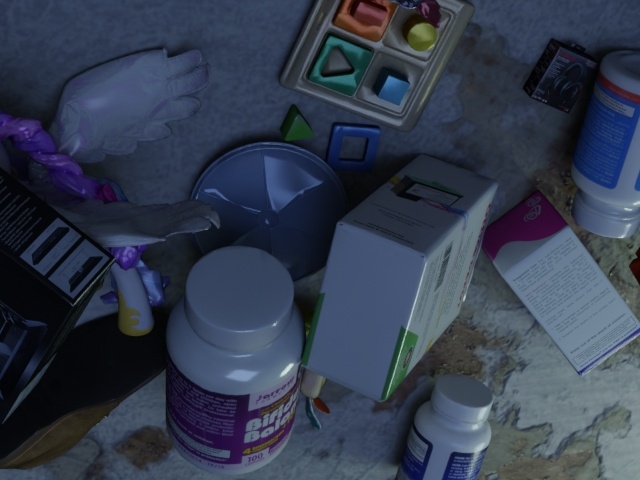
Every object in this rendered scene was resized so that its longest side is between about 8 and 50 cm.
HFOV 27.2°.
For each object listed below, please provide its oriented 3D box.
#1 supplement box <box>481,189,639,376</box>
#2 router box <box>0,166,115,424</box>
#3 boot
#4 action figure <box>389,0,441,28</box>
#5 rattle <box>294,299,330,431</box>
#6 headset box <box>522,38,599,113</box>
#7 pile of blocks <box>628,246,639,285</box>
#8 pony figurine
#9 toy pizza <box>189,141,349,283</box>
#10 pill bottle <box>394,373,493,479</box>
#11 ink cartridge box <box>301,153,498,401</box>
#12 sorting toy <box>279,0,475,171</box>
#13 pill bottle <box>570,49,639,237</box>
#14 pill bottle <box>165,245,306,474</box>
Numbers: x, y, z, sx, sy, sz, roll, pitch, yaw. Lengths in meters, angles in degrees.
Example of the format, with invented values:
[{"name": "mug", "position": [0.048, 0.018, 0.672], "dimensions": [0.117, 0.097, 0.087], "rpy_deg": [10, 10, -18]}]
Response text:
[{"name": "supplement box", "position": [0.321, 0.058, 1.776], "dimensions": [0.114, 0.111, 0.220], "rpy_deg": [-38, 122, 8]}, {"name": "router box", "position": [-0.377, 0.040, 1.406], "dimensions": [0.243, 0.081, 0.309], "rpy_deg": [38, 140, -2]}, {"name": "boot", "position": [-0.307, 0.197, 1.719], "dimensions": [0.305, 0.112, 0.115], "rpy_deg": [-32, 153, -1]}, {"name": "action figure", "position": [0.089, -0.412, 1.434], "dimensions": [0.276, 0.248, 0.370], "rpy_deg": [-35, 125, -26]}, {"name": "rattle", "position": [-0.040, 0.159, 1.767], "dimensions": [0.143, 0.130, 0.199], "rpy_deg": [7, 144, -6]}, {"name": "headset box", "position": [0.304, -0.210, 1.664], "dimensions": [0.062, 0.032, 0.083], "rpy_deg": [20, 114, -24]}, {"name": "pile of blocks", "position": [0.497, -0.077, 1.766], "dimensions": [0.113, 0.149, 0.362], "rpy_deg": [23, 107, 21]}, {"name": "pony figurine", "position": [-0.284, -0.039, 1.497], "dimensions": [0.351, 0.302, 0.363], "rpy_deg": [-6, 136, -2]}, {"name": "toy pizza", "position": [-0.065, -0.033, 1.655], "dimensions": [0.201, 0.032, 0.201], "rpy_deg": [-2, 116, -3]}, {"name": "pill bottle", "position": [0.179, 0.288, 1.870], "dimensions": [0.112, 0.112, 0.186], "rpy_deg": [6, 118, -18]}, {"name": "ink cartridge box", "position": [0.101, 0.037, 1.608], "dimensions": [0.117, 0.278, 0.201], "rpy_deg": [22, 118, 16]}, {"name": "sorting toy", "position": [0.072, -0.231, 1.582], "dimensions": [0.196, 0.047, 0.347], "rpy_deg": [17, 113, -23]}, {"name": "pill bottle", "position": [0.389, -0.119, 1.683], "dimensions": [0.124, 0.124, 0.221], "rpy_deg": [2, 122, -16]}, {"name": "pill bottle", "position": [-0.105, 0.146, 1.611], "dimensions": [0.169, 0.169, 0.301], "rpy_deg": [-6, 143, -11]}]
